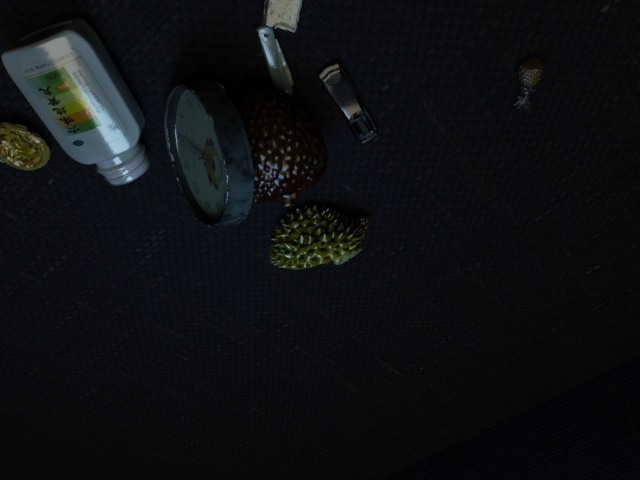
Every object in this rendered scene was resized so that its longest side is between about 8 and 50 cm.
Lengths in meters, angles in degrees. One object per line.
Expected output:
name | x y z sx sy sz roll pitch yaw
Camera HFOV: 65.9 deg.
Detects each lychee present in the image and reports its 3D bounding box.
lychee | -0.107 -0.205 1.090 0.235 0.236 0.272 -17 107 5

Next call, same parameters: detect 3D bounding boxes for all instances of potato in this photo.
potato | -0.068 -0.481 0.968 0.086 0.061 0.122 8 126 -15

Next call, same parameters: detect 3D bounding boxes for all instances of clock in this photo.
clock | -0.241 -0.177 1.039 0.061 0.312 0.313 -19 137 -33

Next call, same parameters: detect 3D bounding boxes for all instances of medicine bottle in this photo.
medicine bottle | -0.485 -0.275 1.037 0.179 0.124 0.324 -17 131 5

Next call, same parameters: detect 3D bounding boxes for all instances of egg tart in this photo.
egg tart | -0.673 -0.215 1.106 0.128 0.049 0.129 -3 135 -3

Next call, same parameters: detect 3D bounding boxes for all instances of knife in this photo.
knife | -0.094 -0.384 1.067 0.044 0.023 0.162 -14 130 6

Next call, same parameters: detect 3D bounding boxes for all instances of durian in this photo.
durian | 0.000 0.000 1.324 0.306 0.172 0.166 -22 154 -1

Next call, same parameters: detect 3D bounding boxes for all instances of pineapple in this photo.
pineapple | 0.486 -0.364 1.162 0.058 0.058 0.124 -11 144 1

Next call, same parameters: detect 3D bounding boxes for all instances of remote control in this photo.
remote control | 0.067 -0.315 1.145 0.059 0.028 0.212 -28 128 16
